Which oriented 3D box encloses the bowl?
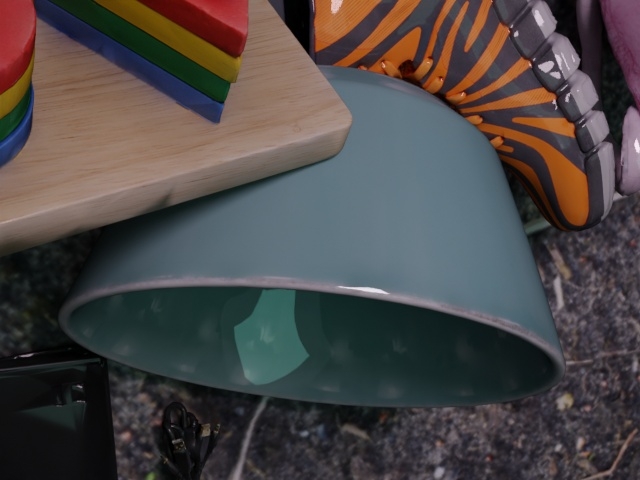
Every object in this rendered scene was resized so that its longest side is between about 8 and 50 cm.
[{"bbox_3d":[0.000,0.000,0.648,0.311,0.311,0.163,15,68,-26],"label":"bowl"}]

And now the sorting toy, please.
[{"bbox_3d":[-0.143,-0.131,0.477,0.257,0.255,0.089,-19,152,-31],"label":"sorting toy"}]

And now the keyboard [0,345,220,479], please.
[{"bbox_3d":[-0.175,0.229,0.769,0.201,0.033,0.317,-5,109,-15],"label":"keyboard"}]

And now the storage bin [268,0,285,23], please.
[{"bbox_3d":[-0.082,-0.164,0.654,0.135,0.098,0.091,-21,124,-16],"label":"storage bin"}]

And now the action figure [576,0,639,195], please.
[{"bbox_3d":[0.217,-0.265,0.717,0.275,0.248,0.370,-37,120,18],"label":"action figure"}]

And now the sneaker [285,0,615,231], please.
[{"bbox_3d":[0.081,-0.117,0.730,0.180,0.124,0.321,-32,106,-6],"label":"sneaker"}]
